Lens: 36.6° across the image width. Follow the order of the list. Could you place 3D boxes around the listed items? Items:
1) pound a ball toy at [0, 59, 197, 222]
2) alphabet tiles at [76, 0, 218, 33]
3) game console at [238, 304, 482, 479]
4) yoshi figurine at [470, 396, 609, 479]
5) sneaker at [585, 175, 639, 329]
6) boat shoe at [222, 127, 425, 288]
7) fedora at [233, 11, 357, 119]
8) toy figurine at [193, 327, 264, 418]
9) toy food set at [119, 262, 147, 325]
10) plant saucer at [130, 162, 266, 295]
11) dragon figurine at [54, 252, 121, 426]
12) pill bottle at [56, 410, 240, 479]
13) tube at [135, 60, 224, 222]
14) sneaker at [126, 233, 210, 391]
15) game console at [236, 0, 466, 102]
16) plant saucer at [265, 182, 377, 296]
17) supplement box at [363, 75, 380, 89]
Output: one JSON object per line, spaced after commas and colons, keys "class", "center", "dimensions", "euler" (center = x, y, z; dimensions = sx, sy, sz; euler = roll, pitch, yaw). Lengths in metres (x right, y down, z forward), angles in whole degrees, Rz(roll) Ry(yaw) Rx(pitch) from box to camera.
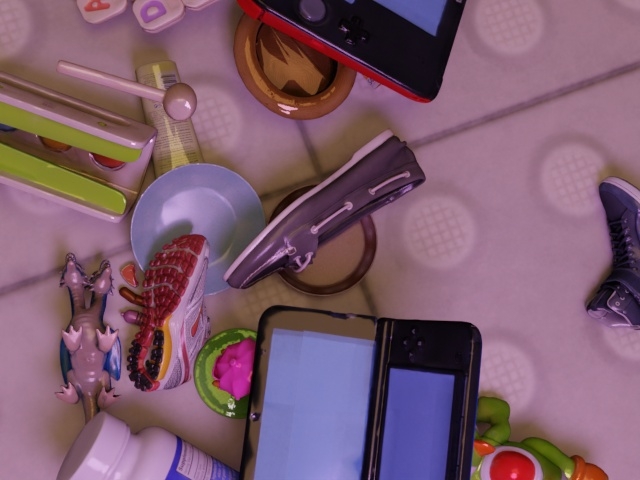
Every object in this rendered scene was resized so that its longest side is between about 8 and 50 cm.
{"class": "pound a ball toy", "center": [-0.340, -0.168, 1.332], "dimensions": [0.319, 0.135, 0.208], "euler": [19, 110, -4]}
{"class": "alphabet tiles", "center": [-0.253, -0.446, 1.424], "dimensions": [0.278, 0.021, 0.284], "euler": [-27, 75, -2]}
{"class": "game console", "center": [0.043, 0.232, 1.170], "dimensions": [0.173, 0.250, 0.293], "euler": [11, 82, -32]}
{"class": "yoshi figurine", "center": [0.208, 0.324, 1.369], "dimensions": [0.362, 0.203, 0.203], "euler": [28, 112, -16]}
{"class": "sneaker", "center": [0.454, 0.028, 1.468], "dimensions": [0.163, 0.086, 0.226], "euler": [-32, 89, -15]}
{"class": "boat shoe", "center": [0.013, -0.028, 1.366], "dimensions": [0.335, 0.112, 0.095], "euler": [-41, 85, -16]}
{"class": "fedora", "center": [-0.041, -0.269, 1.440], "dimensions": [0.194, 0.079, 0.194], "euler": [1, 86, -13]}
{"class": "toy figurine", "center": [-0.084, 0.186, 1.323], "dimensions": [0.173, 0.159, 0.130], "euler": [16, 79, -7]}
{"class": "toy food set", "center": [-0.253, 0.082, 1.383], "dimensions": [0.078, 0.019, 0.122], "euler": [-20, 85, -11]}
{"class": "plant saucer", "center": [-0.176, -0.017, 1.381], "dimensions": [0.195, 0.037, 0.195], "euler": [-4, 104, -17]}
{"class": "dragon figurine", "center": [-0.317, 0.164, 1.327], "dimensions": [0.085, 0.144, 0.289], "euler": [-1, 101, -11]}
{"class": "pill bottle", "center": [-0.198, 0.337, 1.255], "dimensions": [0.272, 0.152, 0.152], "euler": [35, 77, -18]}
{"class": "tube", "center": [-0.214, -0.138, 1.408], "dimensions": [0.070, 0.062, 0.240], "euler": [-15, 89, 33]}
{"class": "sneaker", "center": [-0.199, 0.099, 1.349], "dimensions": [0.093, 0.088, 0.225], "euler": [12, 96, -51]}
{"class": "game console", "center": [0.070, -0.425, 1.430], "dimensions": [0.342, 0.060, 0.386], "euler": [25, 64, -11]}
{"class": "plant saucer", "center": [0.000, 0.000, 1.431], "dimensions": [0.169, 0.029, 0.168], "euler": [1, 82, -9]}
{"class": "supplement box", "center": [0.114, -0.279, 1.474], "dimensions": [0.098, 0.062, 0.036], "euler": [-40, 91, -12]}
